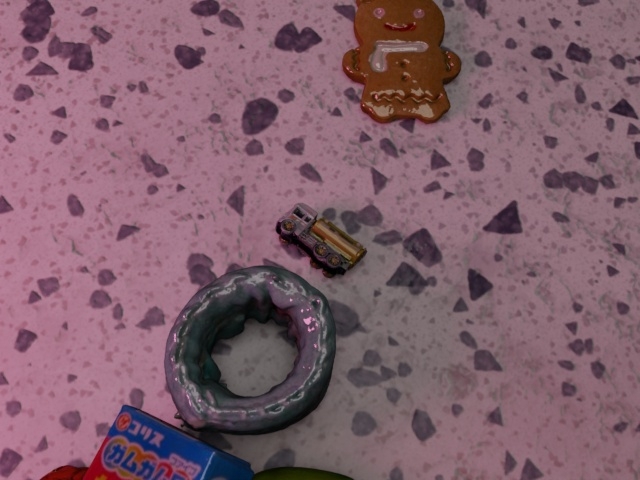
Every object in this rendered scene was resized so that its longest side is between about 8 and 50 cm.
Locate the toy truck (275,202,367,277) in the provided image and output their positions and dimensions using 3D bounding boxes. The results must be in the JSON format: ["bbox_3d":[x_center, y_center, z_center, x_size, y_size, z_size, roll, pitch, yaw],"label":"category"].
[{"bbox_3d":[0.000,0.000,1.063,0.123,0.052,0.063,37,68,7],"label":"toy truck"}]

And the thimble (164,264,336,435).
[{"bbox_3d":[-0.088,0.148,0.959,0.235,0.143,0.198,-42,78,-14],"label":"thimble"}]

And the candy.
[{"bbox_3d":[-0.219,0.359,0.866,0.157,0.100,0.305,16,69,32],"label":"candy"}]

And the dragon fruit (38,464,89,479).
[{"bbox_3d":[-0.337,0.325,0.900,0.083,0.106,0.162,28,72,8],"label":"dragon fruit"}]

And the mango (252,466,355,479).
[{"bbox_3d":[-0.027,0.330,0.924,0.179,0.100,0.119,-8,69,-14],"label":"mango"}]

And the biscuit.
[{"bbox_3d":[0.125,-0.294,1.182,0.184,0.035,0.248,1,70,-4],"label":"biscuit"}]
